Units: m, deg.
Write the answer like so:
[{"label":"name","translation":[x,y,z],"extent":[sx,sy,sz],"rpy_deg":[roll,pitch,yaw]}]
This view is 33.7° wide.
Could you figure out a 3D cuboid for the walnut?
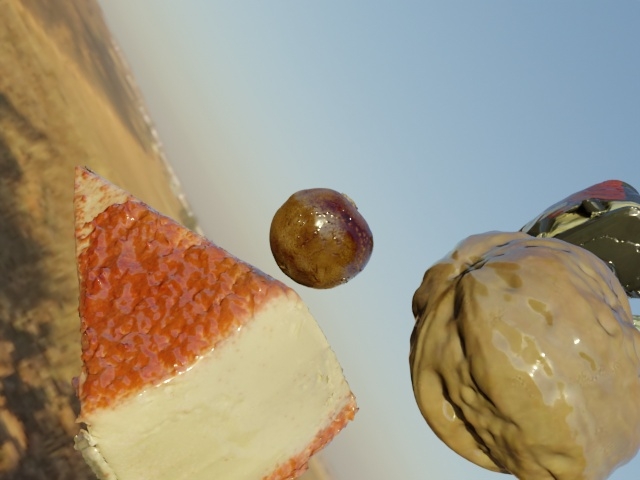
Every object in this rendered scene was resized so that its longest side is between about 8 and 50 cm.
[{"label":"walnut","translation":[0.211,0.122,1.070],"extent":[0.273,0.227,0.273],"rpy_deg":[27,-35,21]}]

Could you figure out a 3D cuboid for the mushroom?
[{"label":"mushroom","translation":[0.000,0.000,1.240],"extent":[0.087,0.127,0.127],"rpy_deg":[-108,172,-72]}]

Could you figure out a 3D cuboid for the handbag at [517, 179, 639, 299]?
[{"label":"handbag","translation":[0.425,0.019,1.696],"extent":[0.181,0.254,0.181],"rpy_deg":[58,18,-11]}]

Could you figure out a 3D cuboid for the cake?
[{"label":"cake","translation":[-0.081,0.044,0.744],"extent":[0.158,0.160,0.262],"rpy_deg":[67,5,-46]}]

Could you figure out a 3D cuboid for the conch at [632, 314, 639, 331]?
[{"label":"conch","translation":[0.350,0.113,1.150],"extent":[0.076,0.056,0.085],"rpy_deg":[29,6,25]}]
